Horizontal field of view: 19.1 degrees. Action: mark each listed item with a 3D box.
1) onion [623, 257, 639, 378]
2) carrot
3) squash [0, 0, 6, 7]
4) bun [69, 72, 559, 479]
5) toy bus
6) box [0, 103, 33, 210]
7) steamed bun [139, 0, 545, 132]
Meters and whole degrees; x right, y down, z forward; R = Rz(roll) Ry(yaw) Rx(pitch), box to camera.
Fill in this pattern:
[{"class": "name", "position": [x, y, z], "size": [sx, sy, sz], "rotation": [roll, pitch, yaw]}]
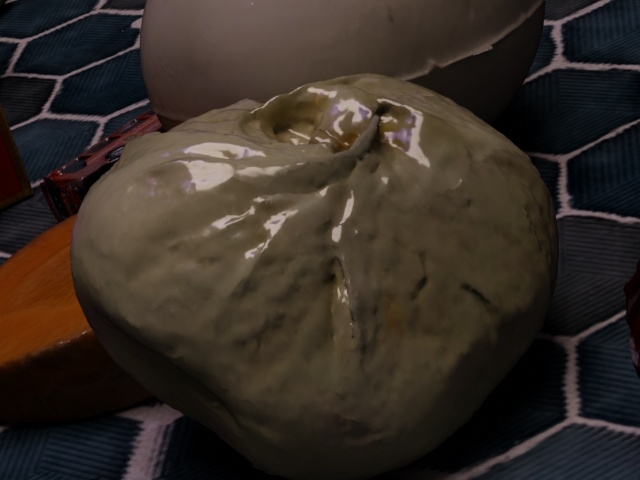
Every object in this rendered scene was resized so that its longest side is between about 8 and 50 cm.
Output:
[{"class": "onion", "position": [0.317, 0.022, 1.211], "size": [0.252, 0.219, 0.252], "rotation": [-15, 35, 11]}, {"class": "carrot", "position": [-0.179, 0.045, 1.592], "size": [0.307, 0.100, 0.258], "rotation": [-23, 25, -7]}, {"class": "squash", "position": [-0.479, -0.284, 2.430], "size": [0.066, 0.066, 0.229], "rotation": [3, 34, 34]}, {"class": "bun", "position": [0.000, 0.000, 1.370], "size": [0.361, 0.213, 0.361], "rotation": [4, 44, -4]}, {"class": "toy bus", "position": [-0.170, -0.086, 1.872], "size": [0.096, 0.073, 0.235], "rotation": [0, 30, 49]}, {"class": "box", "position": [-0.421, -0.067, 1.882], "size": [0.239, 0.153, 0.074], "rotation": [-29, 33, -22]}, {"class": "steamed bun", "position": [0.019, -0.195, 1.702], "size": [0.374, 0.334, 0.334], "rotation": [-23, 27, -25]}]
